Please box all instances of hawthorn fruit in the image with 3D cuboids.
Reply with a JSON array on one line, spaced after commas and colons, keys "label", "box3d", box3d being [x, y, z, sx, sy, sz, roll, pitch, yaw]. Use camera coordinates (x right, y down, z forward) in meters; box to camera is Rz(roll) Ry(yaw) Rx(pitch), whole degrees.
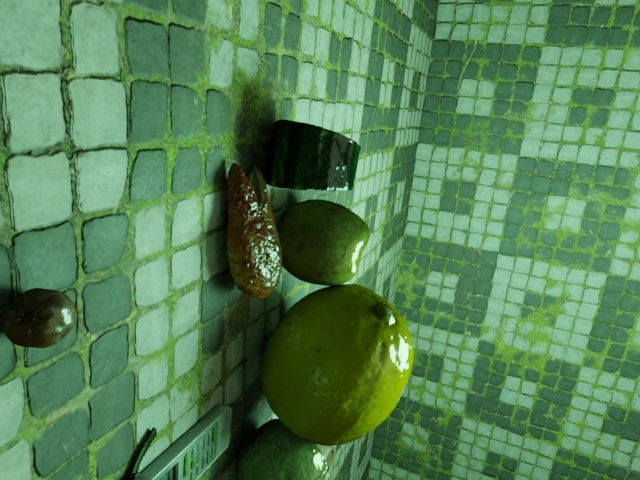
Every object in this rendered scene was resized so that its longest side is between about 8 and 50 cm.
[{"label": "hawthorn fruit", "box3d": [-0.304, 0.090, 0.521, 0.103, 0.066, 0.067, 90, 17, -71]}]

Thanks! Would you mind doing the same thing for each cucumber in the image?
[{"label": "cucumber", "box3d": [-0.017, -0.166, 0.938, 0.191, 0.191, 0.130, -17, 118, -67]}]

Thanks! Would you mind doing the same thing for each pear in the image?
[{"label": "pear", "box3d": [0.000, 0.000, 1.079, 0.228, 0.211, 0.188, -62, 176, -67]}]

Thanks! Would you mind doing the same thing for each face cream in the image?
[{"label": "face cream", "box3d": [-0.026, 0.749, 1.551, 0.149, 0.104, 0.149, 12, 90, -69]}]

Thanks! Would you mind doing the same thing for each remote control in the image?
[{"label": "remote control", "box3d": [-0.249, 0.414, 0.874, 0.250, 0.034, 0.103, -24, 123, -65]}]

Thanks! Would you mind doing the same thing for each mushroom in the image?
[{"label": "mushroom", "box3d": [-0.120, 0.538, 1.113, 0.189, 0.164, 0.267, -36, 175, -28]}]

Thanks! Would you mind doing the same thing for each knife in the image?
[{"label": "knife", "box3d": [-0.310, 0.409, 0.729, 0.046, 0.021, 0.222, 68, 40, -52]}]

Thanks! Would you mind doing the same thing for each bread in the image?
[{"label": "bread", "box3d": [-0.125, -0.014, 0.884, 0.139, 0.095, 0.269, -41, 135, -70]}]

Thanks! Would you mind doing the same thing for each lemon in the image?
[{"label": "lemon", "box3d": [0.057, 0.260, 1.073, 0.364, 0.363, 0.365, 12, 90, -70]}]
